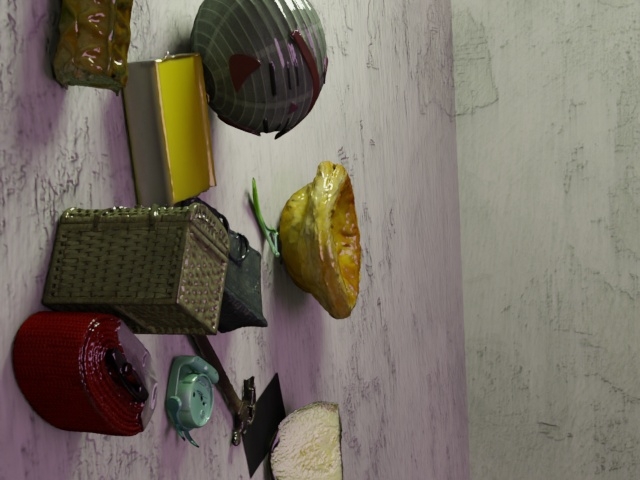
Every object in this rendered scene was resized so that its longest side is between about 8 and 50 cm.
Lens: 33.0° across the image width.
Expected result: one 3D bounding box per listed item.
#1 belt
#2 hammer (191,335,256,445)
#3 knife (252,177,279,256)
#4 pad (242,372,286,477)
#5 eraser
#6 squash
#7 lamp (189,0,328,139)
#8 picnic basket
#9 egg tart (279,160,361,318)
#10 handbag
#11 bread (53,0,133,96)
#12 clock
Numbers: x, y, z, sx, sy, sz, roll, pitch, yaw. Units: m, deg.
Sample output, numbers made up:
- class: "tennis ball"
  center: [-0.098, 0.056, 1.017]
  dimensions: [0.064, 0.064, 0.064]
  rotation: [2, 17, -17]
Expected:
- class: "belt"
  center: [-0.284, 0.170, 1.360]
  dimensions: [0.201, 0.124, 0.128]
  rotation: [63, 34, -48]
- class: "hammer"
  center: [-0.169, 0.221, 1.803]
  dimensions: [0.297, 0.027, 0.125]
  rotation: [67, 31, -45]
- class: "knife"
  center: [-0.106, -0.045, 1.982]
  dimensions: [0.078, 0.023, 0.166]
  rotation: [-104, 175, -50]
- class: "pad"
  center: [-0.103, 0.340, 2.005]
  dimensions: [0.193, 0.004, 0.116]
  rotation: [-51, 136, -61]
- class: "eraser"
  center: [-0.223, -0.170, 1.617]
  dimensions: [0.158, 0.069, 0.226]
  rotation: [-32, 120, -64]
- class: "squash"
  center: [-0.048, 0.408, 2.077]
  dimensions: [0.184, 0.085, 0.191]
  rotation: [-2, 89, -41]
- class: "lamp"
  center: [-0.103, -0.294, 1.734]
  dimensions: [0.265, 0.233, 0.233]
  rotation: [88, 15, -48]
- class: "picnic basket"
  center: [-0.232, 0.031, 1.400]
  dimensions: [0.134, 0.196, 0.154]
  rotation: [49, 43, -59]
- class: "egg tart"
  center: [0.000, 0.000, 2.118]
  dimensions: [0.319, 0.128, 0.319]
  rotation: [-3, 90, -76]
- class: "handbag"
  center: [-0.161, 0.045, 1.768]
  dimensions: [0.270, 0.089, 0.175]
  rotation: [48, 35, -57]
- class: "bread"
  center: [-0.292, -0.328, 1.413]
  dimensions: [0.087, 0.098, 0.269]
  rotation: [159, -66, -67]
- class: "clock"
  center: [-0.202, 0.253, 1.688]
  dimensions: [0.101, 0.041, 0.135]
  rotation: [51, 43, -59]
